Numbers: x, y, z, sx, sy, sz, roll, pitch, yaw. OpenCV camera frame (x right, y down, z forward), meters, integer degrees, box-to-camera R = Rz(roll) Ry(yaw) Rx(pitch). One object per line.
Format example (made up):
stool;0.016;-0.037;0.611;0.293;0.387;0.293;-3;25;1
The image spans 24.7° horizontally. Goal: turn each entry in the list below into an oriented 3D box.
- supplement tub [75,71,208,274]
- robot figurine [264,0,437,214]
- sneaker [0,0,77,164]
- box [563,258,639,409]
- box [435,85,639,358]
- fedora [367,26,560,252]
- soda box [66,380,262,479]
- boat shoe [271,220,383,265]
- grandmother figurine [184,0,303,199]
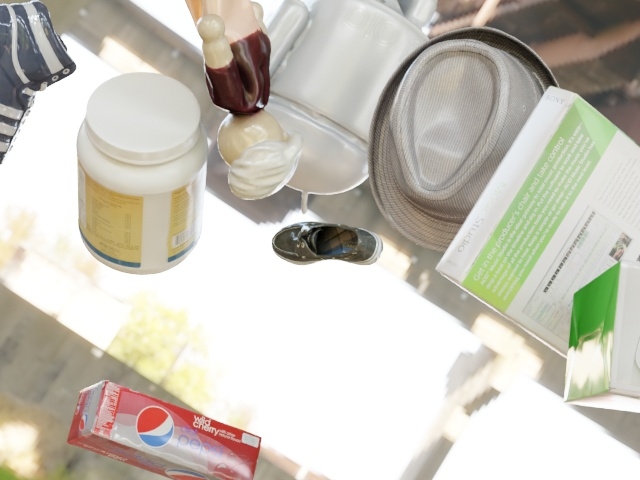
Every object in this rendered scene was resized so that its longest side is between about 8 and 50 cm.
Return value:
supplement tub;-0.198;-0.073;1.623;0.144;0.144;0.200;29;-39;16
robot figurine;0.022;-0.213;2.017;0.300;0.353;0.200;29;-3;-35
sneaker;-0.384;-0.169;1.806;0.099;0.153;0.282;49;-35;39
box;0.369;0.110;1.396;0.231;0.127;0.262;6;-9;2
box;0.302;0.013;1.585;0.322;0.232;0.058;33;-2;-33
fedora;0.160;-0.125;1.716;0.243;0.275;0.124;21;1;20
soda box;-0.221;0.285;2.093;0.263;0.083;0.092;25;-27;-25
boat shoe;0.000;0.000;1.525;0.142;0.049;0.040;2;-14;38
grandmother figurine;-0.095;-0.210;1.515;0.104;0.342;0.208;-7;14;24
